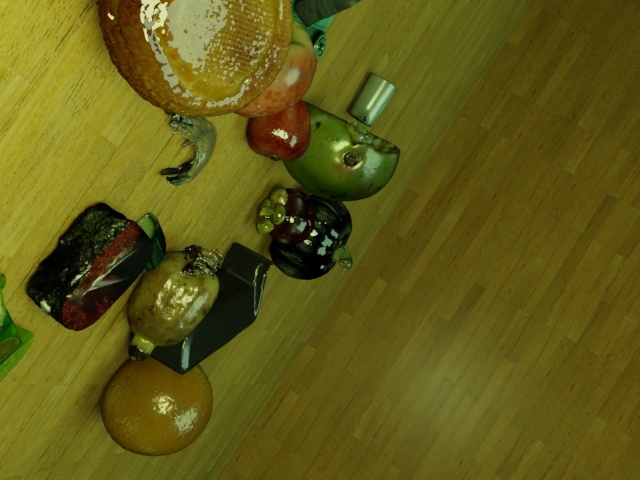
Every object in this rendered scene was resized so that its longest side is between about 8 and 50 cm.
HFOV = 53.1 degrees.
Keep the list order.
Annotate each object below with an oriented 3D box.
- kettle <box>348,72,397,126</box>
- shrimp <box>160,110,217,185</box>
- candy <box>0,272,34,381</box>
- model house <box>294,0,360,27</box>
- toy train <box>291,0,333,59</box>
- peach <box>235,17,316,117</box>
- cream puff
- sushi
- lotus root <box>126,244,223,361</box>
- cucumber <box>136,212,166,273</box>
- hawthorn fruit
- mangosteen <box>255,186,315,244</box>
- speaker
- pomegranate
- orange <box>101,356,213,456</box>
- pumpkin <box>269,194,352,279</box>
[{"bbox_3d":[0.156,-0.445,2.026,0.098,0.127,0.148,24,103,-42],"label":"kettle"},{"bbox_3d":[-0.274,-0.187,1.273,0.152,0.046,0.219,-59,165,-5],"label":"shrimp"},{"bbox_3d":[-0.554,0.162,1.054,0.149,0.069,0.246,-53,160,-33],"label":"candy"},{"bbox_3d":[0.022,-0.597,1.181,0.271,0.190,0.300,-48,122,-29],"label":"model house"},{"bbox_3d":[-0.046,-0.469,1.337,0.248,0.101,0.159,-22,132,-64],"label":"toy train"},{"bbox_3d":[-0.130,-0.327,1.177,0.232,0.233,0.232,-51,163,-22],"label":"peach"},{"bbox_3d":[-0.185,-0.326,0.932,0.303,0.212,0.303,-29,134,-36],"label":"cream puff"},{"bbox_3d":[-0.416,0.046,1.160,0.225,0.126,0.136,-49,165,-8],"label":"sushi"},{"bbox_3d":[-0.343,0.136,1.466,0.314,0.169,0.141,-53,-172,-6],"label":"lotus root"},{"bbox_3d":[-0.369,0.012,1.342,0.116,0.062,0.115,-49,166,-23],"label":"cucumber"},{"bbox_3d":[-0.088,-0.289,1.494,0.162,0.163,0.203,37,69,-75],"label":"hawthorn fruit"},{"bbox_3d":[-0.102,-0.073,1.832,0.180,0.166,0.166,11,113,-45],"label":"mangosteen"},{"bbox_3d":[-0.296,0.162,1.668,0.388,0.180,0.184,-33,145,-58],"label":"speaker"},{"bbox_3d":[0.030,-0.222,1.704,0.216,0.310,0.358,-68,-161,7],"label":"pomegranate"},{"bbox_3d":[-0.410,0.410,1.615,0.274,0.274,0.274,-51,163,-22],"label":"orange"},{"bbox_3d":[0.000,0.000,2.046,0.296,0.296,0.295,-51,163,-22],"label":"pumpkin"}]
